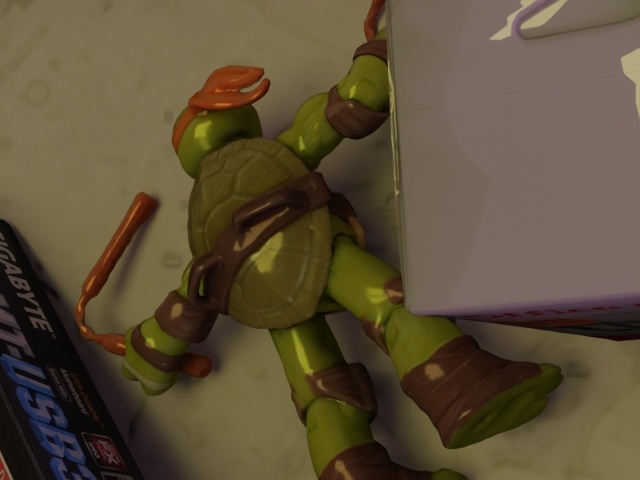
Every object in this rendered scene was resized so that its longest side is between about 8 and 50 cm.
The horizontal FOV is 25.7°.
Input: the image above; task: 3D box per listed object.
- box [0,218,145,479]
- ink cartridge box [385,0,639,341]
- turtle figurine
[{"bbox_3d":[-0.202,0.178,0.663,0.293,0.073,0.295,-51,50,16],"label":"box"},{"bbox_3d":[0.117,-0.037,0.455,0.128,0.176,0.127,-8,80,32],"label":"ink cartridge box"},{"bbox_3d":[0.000,0.000,0.577,0.269,0.087,0.217,-47,63,19],"label":"turtle figurine"}]
